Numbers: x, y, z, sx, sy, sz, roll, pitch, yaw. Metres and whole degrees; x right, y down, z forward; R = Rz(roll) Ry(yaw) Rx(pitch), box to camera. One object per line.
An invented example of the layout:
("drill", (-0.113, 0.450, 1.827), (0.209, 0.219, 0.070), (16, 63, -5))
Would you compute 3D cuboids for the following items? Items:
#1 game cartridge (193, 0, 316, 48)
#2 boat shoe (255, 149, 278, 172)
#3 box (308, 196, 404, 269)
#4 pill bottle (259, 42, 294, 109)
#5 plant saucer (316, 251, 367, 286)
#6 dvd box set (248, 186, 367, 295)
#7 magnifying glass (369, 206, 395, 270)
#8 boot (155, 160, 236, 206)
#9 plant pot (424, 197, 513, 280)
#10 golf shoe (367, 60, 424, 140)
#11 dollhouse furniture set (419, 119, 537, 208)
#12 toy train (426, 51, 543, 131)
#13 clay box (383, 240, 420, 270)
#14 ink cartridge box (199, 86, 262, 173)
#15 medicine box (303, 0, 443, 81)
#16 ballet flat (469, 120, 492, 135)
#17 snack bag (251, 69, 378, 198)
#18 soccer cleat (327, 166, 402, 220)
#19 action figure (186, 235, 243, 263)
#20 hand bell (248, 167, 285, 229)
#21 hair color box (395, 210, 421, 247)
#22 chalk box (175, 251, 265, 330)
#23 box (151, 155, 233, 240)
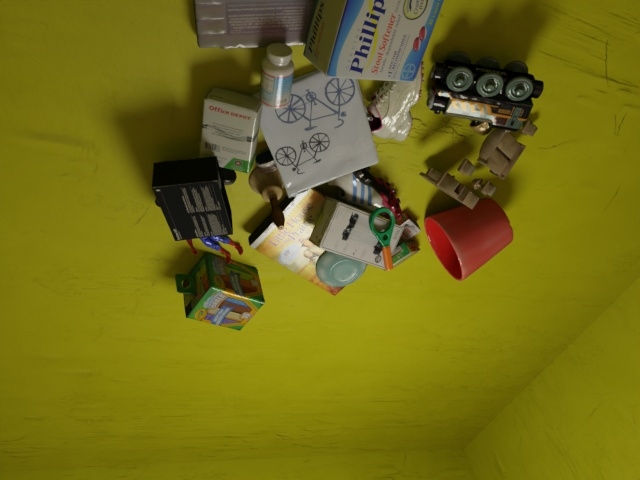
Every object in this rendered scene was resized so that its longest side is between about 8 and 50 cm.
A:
("game cartridge", (-0.139, -0.600, 1.377), (0.355, 0.068, 0.230), (-7, 138, -13))
("boat shoe", (-0.111, -0.261, 1.717), (0.183, 0.066, 0.066), (-16, 151, -4))
("box", (0.124, -0.024, 1.867), (0.290, 0.087, 0.169), (17, 99, -31))
("pill bottle", (-0.116, -0.438, 1.465), (0.087, 0.087, 0.160), (-4, 142, -15))
("plant saucer", (0.082, 0.103, 1.992), (0.195, 0.037, 0.195), (-8, 127, -11))
("dvd box set", (0.000, 0.000, 1.957), (0.420, 0.062, 0.307), (34, 111, -32))
("magnifying glass", (0.217, -0.004, 1.857), (0.092, 0.026, 0.231), (-21, 114, -19))
("boot", (-0.389, -0.166, 1.710), (0.246, 0.083, 0.161), (1, 139, -12))
("plant pot", (0.560, -0.022, 2.049), (0.243, 0.275, 0.275), (-27, 136, -4))
("golf shoe", (0.218, -0.428, 1.629), (0.140, 0.115, 0.306), (-3, 132, -12))
("dollhouse furniture set", (0.520, -0.310, 1.841), (0.303, 0.174, 0.355), (17, 108, -55))
("toy train", (0.484, -0.440, 1.647), (0.334, 0.142, 0.190), (9, 134, -1))
("clay box", (0.306, 0.055, 2.111), (0.127, 0.053, 0.222), (-36, 171, 17))
("ink cartridge box", (-0.254, -0.312, 1.563), (0.153, 0.087, 0.208), (15, 130, -2))
("medicine box", (0.135, -0.558, 1.395), (0.289, 0.149, 0.263), (-8, 133, -31))
("ballet flat", (0.563, -0.439, 1.760), (0.073, 0.080, 0.232), (17, 126, -18))
("snack bag", (-0.004, -0.326, 1.640), (0.323, 0.037, 0.342), (-22, 118, 0))
("soccer cleat", (0.153, -0.161, 1.881), (0.143, 0.116, 0.331), (-24, 137, 29))
("action figure", (-0.376, 0.008, 1.836), (0.091, 0.139, 0.280), (-36, 131, 16))
("hand bell", (-0.142, -0.119, 1.709), (0.126, 0.242, 0.126), (-10, 135, -10))
("hair color box", (0.284, -0.026, 2.081), (0.167, 0.053, 0.093), (-36, 133, 19))
("chalk box", (-0.375, 0.176, 1.963), (0.289, 0.180, 0.179), (22, 123, -36))
("box", (-0.372, -0.118, 1.628), (0.184, 0.103, 0.261), (-8, 146, -4))
